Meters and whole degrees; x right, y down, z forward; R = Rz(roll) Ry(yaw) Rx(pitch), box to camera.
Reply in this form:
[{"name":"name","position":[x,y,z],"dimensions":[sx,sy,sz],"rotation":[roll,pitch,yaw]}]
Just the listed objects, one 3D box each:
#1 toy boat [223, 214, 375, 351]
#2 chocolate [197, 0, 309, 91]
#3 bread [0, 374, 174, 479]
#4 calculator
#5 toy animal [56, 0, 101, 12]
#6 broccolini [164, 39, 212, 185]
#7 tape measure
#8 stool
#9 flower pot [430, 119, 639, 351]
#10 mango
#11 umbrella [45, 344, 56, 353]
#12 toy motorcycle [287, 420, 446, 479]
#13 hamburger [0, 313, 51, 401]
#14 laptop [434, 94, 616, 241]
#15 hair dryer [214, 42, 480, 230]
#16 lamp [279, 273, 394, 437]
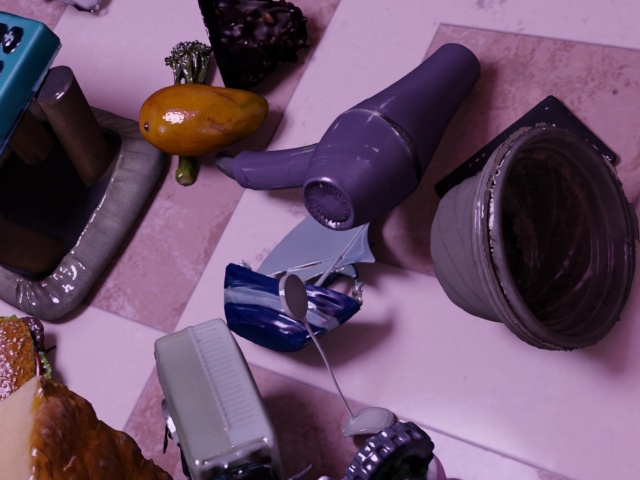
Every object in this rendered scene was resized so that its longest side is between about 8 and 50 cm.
[{"name":"toy boat","position":[0.010,0.017,1.345],"dimensions":[0.292,0.070,0.210],"rotation":[-39,39,-4]},{"name":"chocolate","position":[-0.084,-0.282,1.542],"dimensions":[0.133,0.156,0.156],"rotation":[-18,55,-2]},{"name":"bread","position":[-0.269,0.333,1.162],"dimensions":[0.207,0.279,0.279],"rotation":[-33,34,12]},{"name":"calculator","position":[-0.480,-0.190,1.460],"dimensions":[0.274,0.058,0.248],"rotation":[17,73,32]},{"name":"toy animal","position":[-0.415,-0.496,1.791],"dimensions":[0.174,0.249,0.289],"rotation":[4,20,-5]},{"name":"broccolini","position":[-0.187,-0.180,1.576],"dimensions":[0.067,0.058,0.216],"rotation":[-7,61,22]},{"name":"tape measure","position":[-0.105,0.222,1.212],"dimensions":[0.115,0.207,0.235],"rotation":[-17,43,-11]},{"name":"stool","position":[-0.416,-0.094,1.548],"dimensions":[0.310,0.226,0.310],"rotation":[19,73,33]},{"name":"flower pot","position":[0.204,0.002,1.186],"dimensions":[0.141,0.235,0.235],"rotation":[-7,58,51]},{"name":"mango","position":[-0.154,-0.156,1.491],"dimensions":[0.165,0.089,0.115],"rotation":[5,27,17]},{"name":"umbrella","position":[-0.401,0.169,1.526],"dimensions":[0.122,0.013,0.022],"rotation":[-26,33,15]},{"name":"toy motorcycle","position":[0.022,0.315,1.137],"dimensions":[0.143,0.188,0.327],"rotation":[39,100,27]},{"name":"hamburger","position":[-0.407,0.172,1.467],"dimensions":[0.137,0.087,0.165],"rotation":[-13,66,12]},{"name":"laptop","position":[0.232,-0.077,1.320],"dimensions":[0.180,0.016,0.129],"rotation":[-38,53,3]},{"name":"hair dryer","position":[0.000,-0.122,1.399],"dimensions":[0.361,0.121,0.301],"rotation":[-3,35,43]},{"name":"lamp","position":[0.014,0.121,1.235],"dimensions":[0.056,0.198,0.050],"rotation":[-18,15,28]}]
